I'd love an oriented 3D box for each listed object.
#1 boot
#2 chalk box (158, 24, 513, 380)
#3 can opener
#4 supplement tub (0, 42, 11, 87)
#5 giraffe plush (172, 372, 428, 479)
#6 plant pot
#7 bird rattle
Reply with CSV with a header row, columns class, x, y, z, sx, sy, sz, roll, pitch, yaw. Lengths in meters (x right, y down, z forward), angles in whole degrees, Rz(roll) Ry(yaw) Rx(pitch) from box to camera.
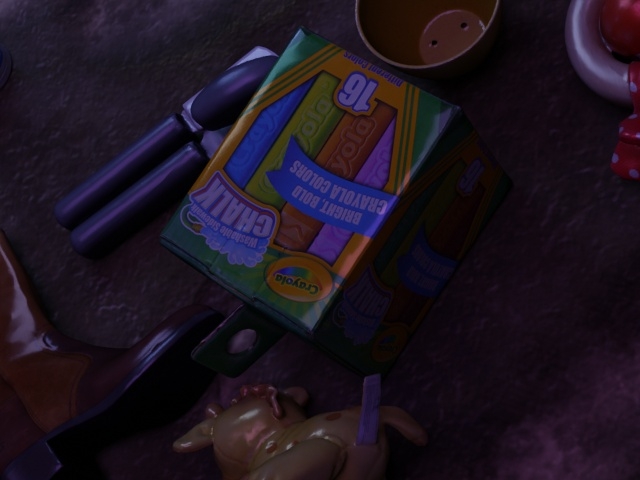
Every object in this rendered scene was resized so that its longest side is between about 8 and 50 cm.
class,x,y,z,sx,sy,sz,roll,pitch,yaw
boot,-0.247,0.088,1.353,0.264,0.096,0.280,-48,55,9
chalk box,0.000,0.000,1.216,0.179,0.180,0.289,31,87,27
can opener,-0.144,-0.092,1.358,0.280,0.093,0.074,-38,64,11
supplement tub,-0.380,-0.199,1.472,0.071,0.107,0.071,-7,70,20
giraffe plush,-0.032,0.193,1.185,0.170,0.181,0.210,16,89,47
plant pot,0.109,-0.200,1.286,0.134,0.095,0.134,-7,70,19
bird rattle,0.307,-0.173,1.213,0.207,0.143,0.253,33,99,39
